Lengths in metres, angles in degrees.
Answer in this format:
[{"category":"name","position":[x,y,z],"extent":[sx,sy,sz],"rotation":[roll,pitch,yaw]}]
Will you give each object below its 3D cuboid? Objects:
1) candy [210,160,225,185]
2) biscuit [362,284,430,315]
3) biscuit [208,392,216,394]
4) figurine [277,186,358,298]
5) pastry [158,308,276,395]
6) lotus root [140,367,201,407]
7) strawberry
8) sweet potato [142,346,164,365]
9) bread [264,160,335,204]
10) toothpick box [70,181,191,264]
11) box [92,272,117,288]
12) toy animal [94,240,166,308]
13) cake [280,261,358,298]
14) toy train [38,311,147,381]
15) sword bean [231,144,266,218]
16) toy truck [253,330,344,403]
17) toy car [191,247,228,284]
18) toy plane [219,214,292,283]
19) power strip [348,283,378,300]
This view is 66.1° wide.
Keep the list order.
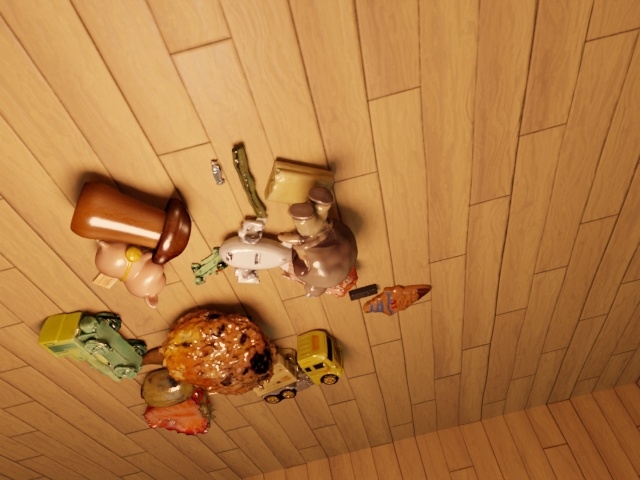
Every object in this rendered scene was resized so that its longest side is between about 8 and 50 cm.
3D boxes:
[{"category":"candy","position":[-0.282,-0.185,1.355],"extent":[0.030,0.020,0.083],"rotation":[-8,136,-5]},{"category":"biscuit","position":[0.302,0.237,1.946],"extent":[0.280,0.043,0.183],"rotation":[-16,141,8]},{"category":"biscuit","position":[-0.378,0.521,1.945],"extent":[0.139,0.231,0.016],"rotation":[-2,115,-12]},{"category":"figurine","position":[0.000,-0.001,1.441],"extent":[0.203,0.248,0.380],"rotation":[11,149,18]},{"category":"pastry","position":[-0.342,0.391,1.745],"extent":[0.405,0.292,0.337],"rotation":[26,152,-24]},{"category":"lotus root","position":[-0.595,0.596,2.019],"extent":[0.278,0.154,0.154],"rotation":[-8,138,-10]},{"category":"strawberry","position":[-0.611,0.755,2.200],"extent":[0.280,0.150,0.253],"rotation":[-27,117,18]},{"category":"sweet potato","position":[-0.595,0.459,1.930],"extent":[0.346,0.079,0.108],"rotation":[-5,150,-4]},{"category":"bread","position":[-0.061,-0.154,1.413],"extent":[0.178,0.060,0.139],"rotation":[6,135,-20]},{"category":"toothpick box","position":[-0.502,-0.049,1.334],"extent":[0.294,0.192,0.192],"rotation":[17,130,-21]},{"category":"box","position":[-0.684,0.117,1.585],"extent":[0.058,0.015,0.093],"rotation":[27,125,-37]},{"category":"toy animal","position":[-0.565,0.074,1.468],"extent":[0.149,0.165,0.248],"rotation":[-40,121,-7]},{"category":"cake","position":[-0.006,0.119,1.692],"extent":[0.287,0.135,0.098],"rotation":[6,149,-7]},{"category":"toy train","position":[-0.792,0.393,1.768],"extent":[0.237,0.150,0.369],"rotation":[-9,138,8]},{"category":"sword bean","position":[-0.202,-0.159,1.394],"extent":[0.043,0.038,0.269],"rotation":[5,141,17]},{"category":"toy truck","position":[-0.119,0.518,2.041],"extent":[0.405,0.181,0.254],"rotation":[-23,129,15]},{"category":"toy car","position":[-0.356,0.087,1.593],"extent":[0.143,0.073,0.054],"rotation":[-34,151,21]},{"category":"toy plane","position":[-0.195,0.034,1.549],"extent":[0.244,0.117,0.245],"rotation":[-5,120,-9]},{"category":"power strip","position":[0.163,0.198,1.869],"extent":[0.111,0.029,0.038],"rotation":[-17,137,5]}]
